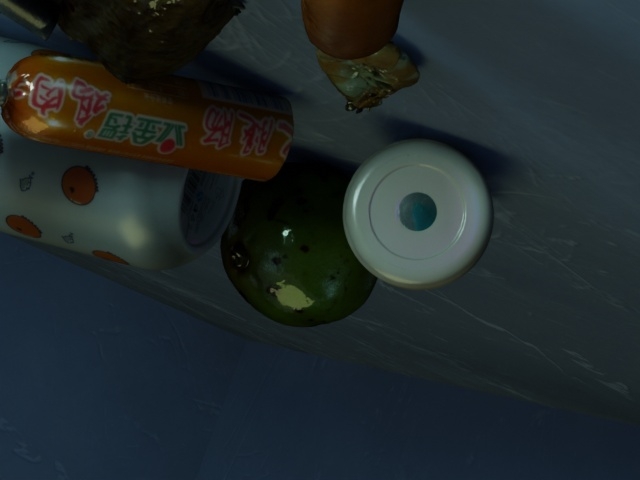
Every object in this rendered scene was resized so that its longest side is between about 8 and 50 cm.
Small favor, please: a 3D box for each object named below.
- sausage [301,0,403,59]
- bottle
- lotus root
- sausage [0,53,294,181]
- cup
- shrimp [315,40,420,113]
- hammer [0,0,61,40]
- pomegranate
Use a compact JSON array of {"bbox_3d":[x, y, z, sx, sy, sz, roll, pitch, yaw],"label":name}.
[{"bbox_3d":[0.023,-0.177,1.273,0.076,0.076,0.197,20,172,2],"label":"sausage"},{"bbox_3d":[0.104,-0.020,1.823,0.147,0.148,0.236,19,178,6],"label":"bottle"},{"bbox_3d":[-0.161,-0.194,1.546,0.167,0.078,0.329,20,171,-10],"label":"lotus root"},{"bbox_3d":[-0.181,-0.123,1.723,0.312,0.093,0.093,9,177,-31],"label":"sausage"},{"bbox_3d":[-0.256,-0.093,1.920,0.317,0.212,0.212,15,169,22],"label":"cup"},{"bbox_3d":[0.039,-0.141,1.536,0.091,0.043,0.184,16,170,3],"label":"shrimp"},{"bbox_3d":[-0.339,-0.265,1.497,0.290,0.037,0.137,35,165,-21],"label":"hammer"},{"bbox_3d":[0.000,0.000,2.067,0.248,0.202,0.202,-8,-171,-36],"label":"pomegranate"}]
